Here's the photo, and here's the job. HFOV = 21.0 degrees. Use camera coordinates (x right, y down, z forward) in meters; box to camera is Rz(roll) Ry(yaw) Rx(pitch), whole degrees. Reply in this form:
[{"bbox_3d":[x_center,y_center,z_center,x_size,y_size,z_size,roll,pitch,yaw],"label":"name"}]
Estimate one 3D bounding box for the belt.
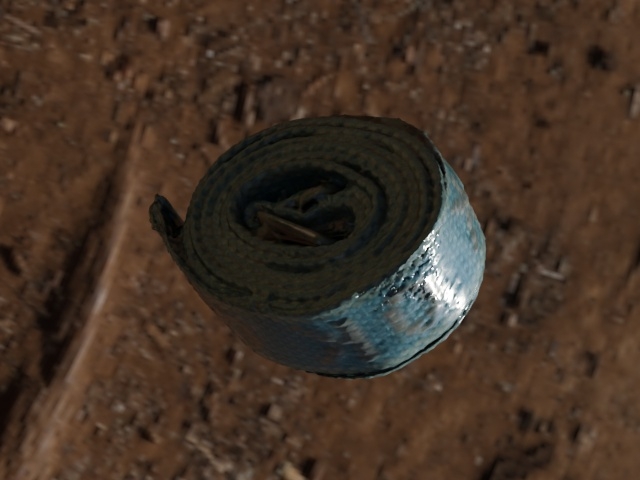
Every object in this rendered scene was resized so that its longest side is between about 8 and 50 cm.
[{"bbox_3d":[0.006,0.003,0.920,0.147,0.163,0.082,-35,133,-4],"label":"belt"}]
